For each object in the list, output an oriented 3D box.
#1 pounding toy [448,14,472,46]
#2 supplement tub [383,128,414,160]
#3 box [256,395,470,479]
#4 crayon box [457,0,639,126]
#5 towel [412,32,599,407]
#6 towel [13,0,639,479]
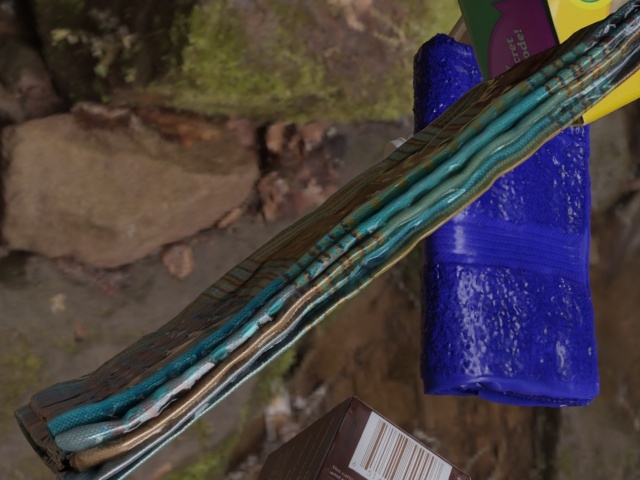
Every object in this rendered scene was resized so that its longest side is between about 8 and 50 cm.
[{"bbox_3d":[0.235,-0.267,1.601,0.094,0.181,0.206,36,86,-45],"label":"pounding toy"},{"bbox_3d":[0.205,-0.107,1.896,0.199,0.144,0.144,-15,93,-12],"label":"supplement tub"},{"bbox_3d":[0.023,0.307,1.414,0.168,0.203,0.167,35,49,-10],"label":"box"},{"bbox_3d":[0.210,-0.299,0.898,0.313,0.106,0.363,-27,104,-27],"label":"crayon box"},{"bbox_3d":[0.170,-0.011,1.142,0.227,0.076,0.308,12,72,-49],"label":"towel"},{"bbox_3d":[0.000,0.000,0.695,0.370,0.271,0.040,-37,95,-15],"label":"towel"}]
